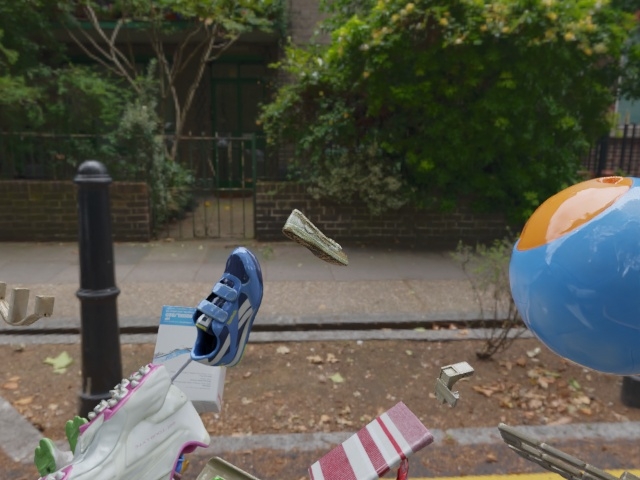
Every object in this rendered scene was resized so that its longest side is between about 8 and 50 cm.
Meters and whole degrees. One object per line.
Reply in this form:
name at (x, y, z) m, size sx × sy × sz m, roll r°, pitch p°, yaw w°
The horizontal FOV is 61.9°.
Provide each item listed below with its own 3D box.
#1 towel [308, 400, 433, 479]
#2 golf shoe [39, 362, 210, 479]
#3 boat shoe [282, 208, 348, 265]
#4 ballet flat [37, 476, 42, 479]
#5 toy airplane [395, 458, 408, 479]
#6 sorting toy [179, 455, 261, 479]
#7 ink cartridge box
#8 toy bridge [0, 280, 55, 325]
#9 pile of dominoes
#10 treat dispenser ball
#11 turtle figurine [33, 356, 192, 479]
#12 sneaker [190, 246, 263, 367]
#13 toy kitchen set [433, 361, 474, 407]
towel at (0.124, 0.565, 1.399) m, size 0.329 × 0.037 × 0.237 m, roll -33°, pitch 7°, yaw -5°
golf shoe at (-0.231, 0.275, 0.557) m, size 0.115 × 0.140 × 0.306 m, roll -28°, pitch 18°, yaw 45°
boat shoe at (-0.001, 0.000, 1.001) m, size 0.153 × 0.048 × 0.056 m, roll 33°, pitch -18°, yaw -25°
ballet flat at (-0.586, 0.572, 1.084) m, size 0.182 × 0.163 × 0.483 m, roll 1°, pitch 20°, yaw 37°
toy airplane at (0.204, 0.621, 1.375) m, size 0.028 × 0.151 × 0.151 m, roll 3°, pitch 11°, yaw 24°
sorting toy at (-0.254, 0.592, 1.171) m, size 0.307 × 0.041 × 0.229 m, roll 23°, pitch 45°, yaw 13°
ink cartridge box at (-0.327, 0.307, 1.362) m, size 0.168 × 0.232 × 0.171 m, roll 5°, pitch -26°, yaw -5°
toy bridge at (-0.510, 0.111, 0.900) m, size 0.188 × 0.063 × 0.026 m, roll 6°, pitch -2°, yaw 36°
pile of dominoes at (0.394, 0.332, 0.779) m, size 0.251 × 0.040 × 0.196 m, roll 20°, pitch -20°, yaw 31°
treat dispenser ball at (0.430, 0.051, 0.781) m, size 0.289 × 0.288 × 0.288 m, roll 1°, pitch 11°, yaw 0°
turtle figurine at (-0.361, 0.317, 0.970) m, size 0.198 × 0.274 × 0.266 m, roll -1°, pitch -8°, yaw 28°
sneaker at (-0.107, 0.077, 0.601) m, size 0.053 × 0.144 × 0.059 m, roll 18°, pitch 7°, yaw 43°
toy kitchen set at (0.316, 0.338, 1.226) m, size 0.075 × 0.083 × 0.068 m, roll -7°, pitch 30°, yaw -27°
